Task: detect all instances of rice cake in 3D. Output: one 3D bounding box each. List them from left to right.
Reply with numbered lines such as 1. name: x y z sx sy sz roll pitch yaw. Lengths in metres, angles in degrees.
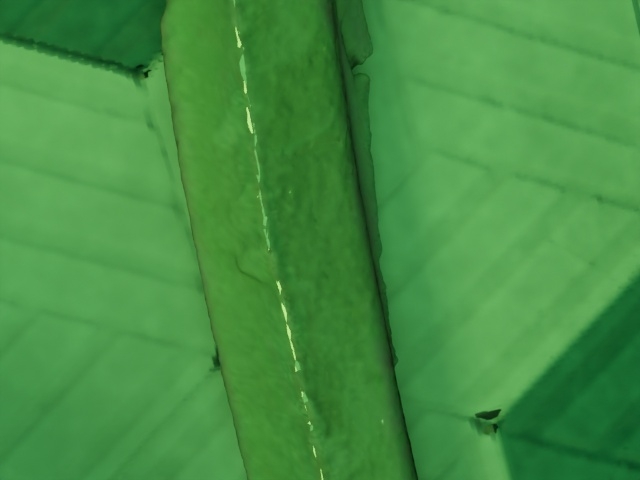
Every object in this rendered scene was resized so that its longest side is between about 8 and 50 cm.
1. rice cake: -0.002 -0.001 0.650 0.081 0.051 0.290 -23 109 -35
